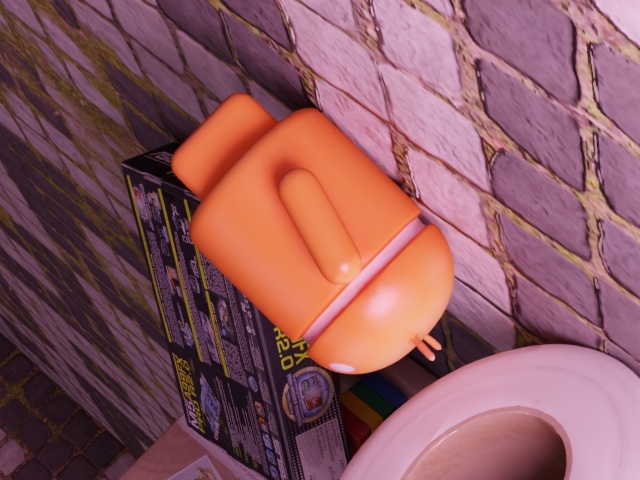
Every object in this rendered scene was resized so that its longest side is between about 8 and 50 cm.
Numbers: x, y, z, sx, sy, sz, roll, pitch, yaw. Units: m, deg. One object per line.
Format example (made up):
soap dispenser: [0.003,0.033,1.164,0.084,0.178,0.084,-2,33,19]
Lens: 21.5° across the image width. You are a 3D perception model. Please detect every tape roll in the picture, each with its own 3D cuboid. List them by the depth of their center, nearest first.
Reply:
tape roll: [0.141,0.211,1.089,0.169,0.246,0.246,53,163,-30]

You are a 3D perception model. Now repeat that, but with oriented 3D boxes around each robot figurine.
robot figurine: [0.000,0.000,1.130,0.219,0.128,0.158,44,141,4]

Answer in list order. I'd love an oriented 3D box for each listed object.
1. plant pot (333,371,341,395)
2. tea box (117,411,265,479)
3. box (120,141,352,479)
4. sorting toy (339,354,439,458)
plant pot: [-0.015,0.201,1.765,0.237,0.110,0.237,41,164,14]
tea box: [-0.078,0.416,2.312,0.329,0.220,0.323,39,165,20]
box: [-0.073,0.065,1.448,0.216,0.060,0.270,22,129,57]
sorting toy: [0.094,0.241,1.491,0.257,0.089,0.255,36,148,30]
